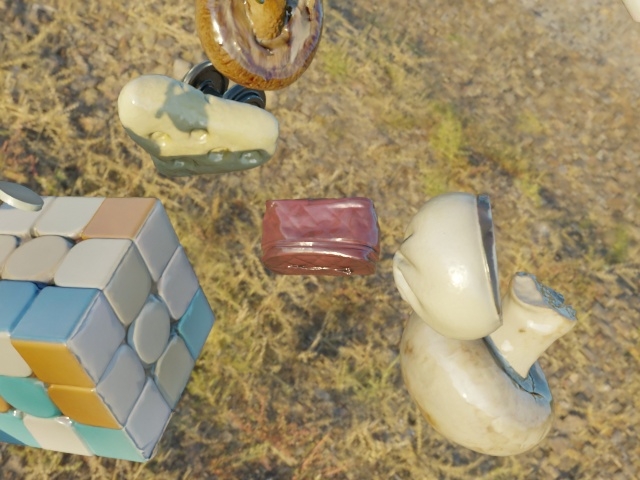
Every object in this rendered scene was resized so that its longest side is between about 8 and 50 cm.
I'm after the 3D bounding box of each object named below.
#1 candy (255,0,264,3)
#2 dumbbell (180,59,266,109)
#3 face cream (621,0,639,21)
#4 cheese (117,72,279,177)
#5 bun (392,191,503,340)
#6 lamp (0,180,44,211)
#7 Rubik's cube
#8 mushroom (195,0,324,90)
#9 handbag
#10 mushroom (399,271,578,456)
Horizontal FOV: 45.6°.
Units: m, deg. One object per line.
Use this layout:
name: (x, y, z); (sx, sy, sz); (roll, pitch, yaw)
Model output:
candy: (-0.064, -0.428, 0.920); (0.081, 0.187, 0.297); (47, -1, 20)
dumbbell: (-0.273, -0.378, 2.091); (0.290, 0.192, 0.192); (35, 30, 25)
face cream: (0.446, -0.503, 1.171); (0.345, 0.102, 0.102); (50, 28, -19)
cheese: (-0.270, -0.272, 1.780); (0.328, 0.351, 0.129); (-5, 65, 8)
bun: (0.145, 0.032, 0.877); (0.120, 0.173, 0.173); (-9, 33, 12)
lamp: (-0.358, -0.096, 0.764); (0.198, 0.056, 0.050); (33, 10, 1)
Rubik's cube: (-0.442, 0.150, 1.377); (0.344, 0.346, 0.347); (2, 43, 19)
mushroom: (-0.114, -0.438, 1.422); (0.263, 0.283, 0.195); (-18, 42, -24)
handbag: (0.000, 0.000, 1.423); (0.225, 0.146, 0.135); (1, 72, 9)
mushroom: (0.289, 0.195, 1.250); (0.297, 0.290, 0.297); (37, 28, -24)
